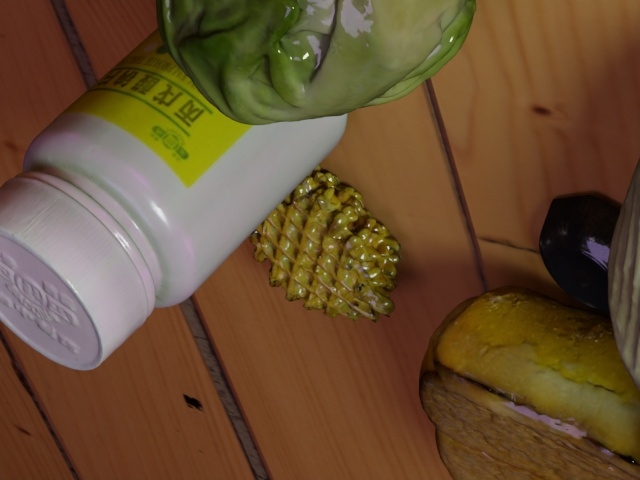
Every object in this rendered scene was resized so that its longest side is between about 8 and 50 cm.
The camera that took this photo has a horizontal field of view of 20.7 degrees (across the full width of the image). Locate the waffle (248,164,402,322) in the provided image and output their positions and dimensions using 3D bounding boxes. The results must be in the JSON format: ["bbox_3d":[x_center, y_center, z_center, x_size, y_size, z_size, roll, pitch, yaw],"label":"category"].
[{"bbox_3d":[0.000,0.000,1.899,0.193,0.070,0.197,-14,115,55],"label":"waffle"}]

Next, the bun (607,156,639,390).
[{"bbox_3d":[0.380,0.018,1.321,0.362,0.234,0.326,-24,78,55],"label":"bun"}]

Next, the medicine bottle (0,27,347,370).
[{"bbox_3d":[-0.156,-0.065,1.697,0.213,0.379,0.214,30,148,21],"label":"medicine bottle"}]

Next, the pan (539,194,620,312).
[{"bbox_3d":[0.280,0.018,1.614,0.202,0.048,0.128,-8,125,54],"label":"pan"}]

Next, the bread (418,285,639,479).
[{"bbox_3d":[0.272,0.198,1.751,0.337,0.148,0.328,24,154,28],"label":"bread"}]

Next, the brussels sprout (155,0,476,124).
[{"bbox_3d":[-0.016,-0.237,1.466,0.328,0.247,0.328,33,151,21],"label":"brussels sprout"}]
